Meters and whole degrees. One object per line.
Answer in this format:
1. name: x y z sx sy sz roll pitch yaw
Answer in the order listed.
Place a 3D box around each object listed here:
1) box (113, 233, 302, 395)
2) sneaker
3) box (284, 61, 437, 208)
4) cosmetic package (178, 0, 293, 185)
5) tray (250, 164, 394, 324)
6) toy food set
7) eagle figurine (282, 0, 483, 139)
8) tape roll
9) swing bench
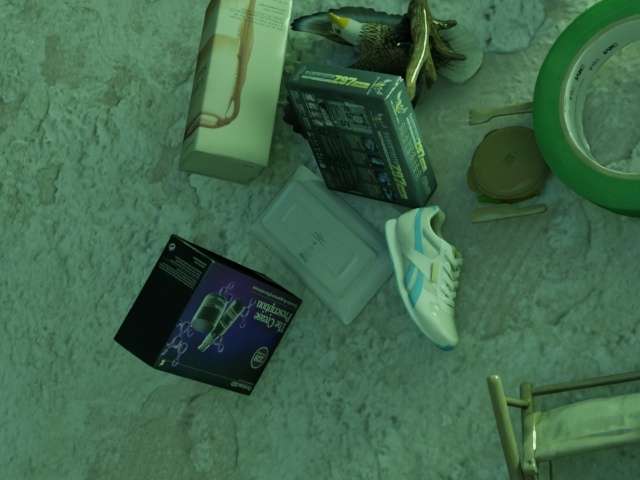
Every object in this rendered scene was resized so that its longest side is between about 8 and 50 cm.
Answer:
1. box: -0.168 0.121 1.851 0.103 0.261 0.184 33 93 34
2. sneaker: 0.167 0.053 1.783 0.092 0.087 0.228 -25 66 20
3. box: 0.065 -0.158 1.823 0.183 0.232 0.059 14 56 34
4. cosmetic package: -0.143 -0.258 2.002 0.153 0.129 0.296 148 132 -68
5. tray: 0.000 0.000 1.931 0.145 0.030 0.270 -51 57 8
6. toy food set: 0.284 -0.114 1.801 0.132 0.038 0.192 -7 66 21
7. eagle figurine: 0.082 -0.298 1.912 0.226 0.225 0.298 -40 11 -32
8. tape roll: 0.460 -0.194 1.678 0.321 0.077 0.321 -7 76 32
9. swing bench: 0.372 0.285 1.547 0.253 0.165 0.254 -13 74 26
